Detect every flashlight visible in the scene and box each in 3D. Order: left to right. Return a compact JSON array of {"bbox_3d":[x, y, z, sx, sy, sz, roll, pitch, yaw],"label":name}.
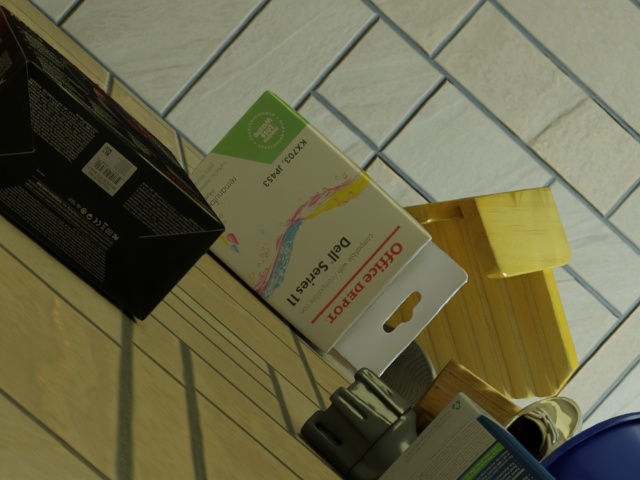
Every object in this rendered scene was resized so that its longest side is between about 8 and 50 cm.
[{"bbox_3d":[0.130,0.238,1.668,0.304,0.103,0.103,43,4,11],"label":"flashlight"}]

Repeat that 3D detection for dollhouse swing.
[{"bbox_3d":[0.154,0.098,2.616,0.315,0.347,0.305,-10,92,-57],"label":"dollhouse swing"}]

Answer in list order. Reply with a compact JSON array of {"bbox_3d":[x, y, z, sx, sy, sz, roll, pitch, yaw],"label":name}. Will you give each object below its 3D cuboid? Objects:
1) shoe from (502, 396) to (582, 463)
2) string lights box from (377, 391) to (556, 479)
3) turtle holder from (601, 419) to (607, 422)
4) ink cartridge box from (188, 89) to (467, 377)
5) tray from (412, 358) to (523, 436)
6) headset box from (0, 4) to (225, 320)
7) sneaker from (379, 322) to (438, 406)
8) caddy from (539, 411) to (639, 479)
[{"bbox_3d":[0.216,0.230,1.992,0.076,0.219,0.058,49,-37,9],"label":"shoe"},{"bbox_3d":[0.154,0.252,1.472,0.077,0.133,0.259,40,4,-45],"label":"string lights box"},{"bbox_3d":[0.418,0.360,2.354,0.243,0.227,0.320,46,2,29],"label":"turtle holder"},{"bbox_3d":[0.000,0.000,2.374,0.353,0.207,0.119,42,2,1],"label":"ink cartridge box"},{"bbox_3d":[0.283,0.302,2.142,0.411,0.076,0.203,36,-15,5],"label":"tray"},{"bbox_3d":[-0.219,-0.077,1.598,0.218,0.110,0.293,41,3,-23],"label":"headset box"},{"bbox_3d":[0.116,0.175,2.563,0.118,0.083,0.222,40,3,-43],"label":"sneaker"},{"bbox_3d":[0.333,0.292,1.866,0.341,0.241,0.179,11,30,-37],"label":"caddy"}]
